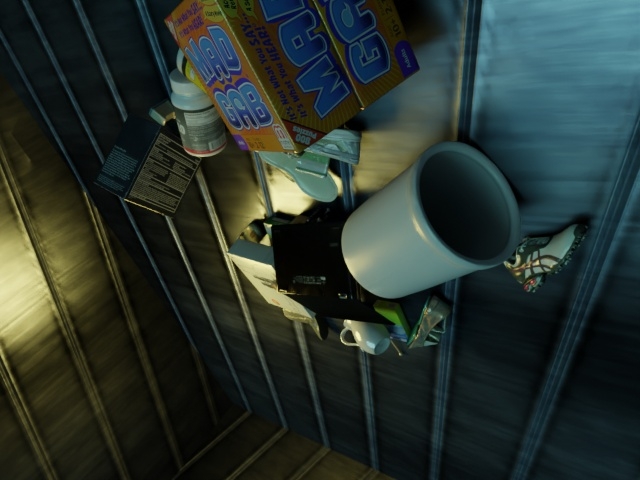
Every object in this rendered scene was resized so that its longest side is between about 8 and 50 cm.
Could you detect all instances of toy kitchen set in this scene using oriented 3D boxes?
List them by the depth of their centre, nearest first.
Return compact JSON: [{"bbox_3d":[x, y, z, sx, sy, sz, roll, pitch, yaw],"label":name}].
[{"bbox_3d":[-0.586,-0.470,1.861,0.122,0.166,0.207,45,145,-4],"label":"toy kitchen set"}]

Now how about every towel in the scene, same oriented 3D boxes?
[{"bbox_3d":[-0.015,-0.282,1.572,0.113,0.023,0.152,19,109,21],"label":"towel"}]

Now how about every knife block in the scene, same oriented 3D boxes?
[{"bbox_3d":[0.000,0.000,1.860,0.242,0.088,0.276,16,137,34],"label":"knife block"}]

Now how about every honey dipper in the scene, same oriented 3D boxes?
[{"bbox_3d":[0.302,0.421,2.074,0.030,0.030,0.161,-10,124,49],"label":"honey dipper"}]

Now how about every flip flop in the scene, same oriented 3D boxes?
[{"bbox_3d":[-0.326,0.016,2.206,0.112,0.080,0.277,43,145,-1],"label":"flip flop"}]

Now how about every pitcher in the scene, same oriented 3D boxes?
[{"bbox_3d":[0.171,0.377,1.990,0.207,0.125,0.178,41,115,43],"label":"pitcher"}]

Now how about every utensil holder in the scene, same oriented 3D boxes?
[{"bbox_3d":[0.278,-0.033,1.356,0.327,0.328,0.385,46,148,-5],"label":"utensil holder"}]

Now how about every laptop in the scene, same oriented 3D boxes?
[{"bbox_3d":[0.041,0.127,1.854,0.381,0.236,0.408,-2,96,43],"label":"laptop"}]

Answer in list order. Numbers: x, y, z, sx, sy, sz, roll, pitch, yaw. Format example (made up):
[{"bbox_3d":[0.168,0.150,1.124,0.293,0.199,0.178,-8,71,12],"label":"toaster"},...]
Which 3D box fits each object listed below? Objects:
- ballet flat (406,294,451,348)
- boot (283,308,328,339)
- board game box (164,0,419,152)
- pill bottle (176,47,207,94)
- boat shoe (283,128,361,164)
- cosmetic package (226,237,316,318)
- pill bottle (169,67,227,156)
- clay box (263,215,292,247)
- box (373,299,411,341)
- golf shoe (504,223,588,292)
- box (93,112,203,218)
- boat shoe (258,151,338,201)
[{"bbox_3d":[0.394,0.320,1.811,0.106,0.108,0.316,23,143,11],"label":"ballet flat"},{"bbox_3d":[-0.073,0.376,2.351,0.208,0.076,0.190,-5,110,39],"label":"boot"},{"bbox_3d":[-0.072,-0.446,1.134,0.356,0.356,0.357,20,144,60],"label":"board game box"},{"bbox_3d":[-0.248,-0.482,1.497,0.334,0.188,0.188,40,146,4],"label":"pill bottle"},{"bbox_3d":[-0.032,-0.283,1.504,0.320,0.118,0.103,4,99,19],"label":"boat shoe"},{"bbox_3d":[-0.191,0.163,2.135,0.284,0.097,0.377,14,148,42],"label":"cosmetic package"},{"bbox_3d":[-0.423,-0.448,1.730,0.161,0.161,0.283,25,142,23],"label":"pill bottle"},{"bbox_3d":[-0.141,0.012,2.043,0.127,0.053,0.222,15,138,34],"label":"clay box"},{"bbox_3d":[0.286,0.316,1.959,0.109,0.042,0.178,5,132,43],"label":"box"},{"bbox_3d":[0.583,0.033,1.315,0.120,0.105,0.273,41,146,14],"label":"golf shoe"},{"bbox_3d":[-0.645,-0.279,1.922,0.182,0.294,0.296,27,178,23],"label":"box"},{"bbox_3d":[-0.067,-0.239,1.668,0.305,0.091,0.109,35,101,-2],"label":"boat shoe"}]
